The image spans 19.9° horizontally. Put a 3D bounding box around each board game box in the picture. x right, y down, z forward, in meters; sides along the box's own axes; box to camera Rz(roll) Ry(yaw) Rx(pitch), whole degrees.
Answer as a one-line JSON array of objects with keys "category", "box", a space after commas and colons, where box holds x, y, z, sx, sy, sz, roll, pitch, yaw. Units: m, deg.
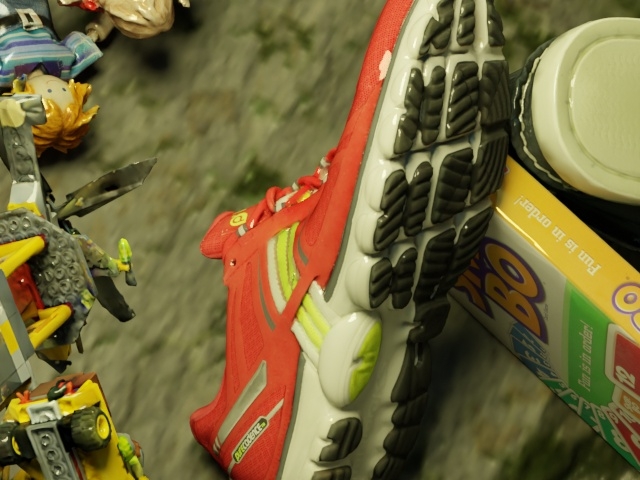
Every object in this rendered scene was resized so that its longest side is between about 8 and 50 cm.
[{"category": "board game box", "box": [0.113, 0.024, 0.918, 0.039, 0.124, 0.259, -40, 76, -18]}]

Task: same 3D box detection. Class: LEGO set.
[{"category": "LEGO set", "box": [-0.185, 0.099, 0.776, 0.255, 0.331, 0.192, 64, 24, -12]}]

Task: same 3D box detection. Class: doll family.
[{"category": "doll family", "box": [-0.191, -0.118, 0.964, 0.263, 0.118, 0.163, -9, 58, -33]}]

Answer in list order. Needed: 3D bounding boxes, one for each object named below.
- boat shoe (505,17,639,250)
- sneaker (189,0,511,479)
[{"category": "boat shoe", "box": [0.227, -0.036, 0.971, 0.340, 0.113, 0.127, 5, 82, -31]}, {"category": "sneaker", "box": [0.000, 0.000, 0.855, 0.118, 0.279, 0.107, 28, 19, 29]}]
